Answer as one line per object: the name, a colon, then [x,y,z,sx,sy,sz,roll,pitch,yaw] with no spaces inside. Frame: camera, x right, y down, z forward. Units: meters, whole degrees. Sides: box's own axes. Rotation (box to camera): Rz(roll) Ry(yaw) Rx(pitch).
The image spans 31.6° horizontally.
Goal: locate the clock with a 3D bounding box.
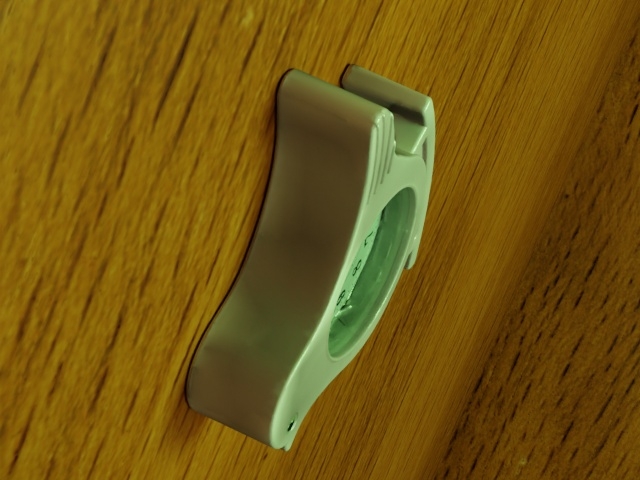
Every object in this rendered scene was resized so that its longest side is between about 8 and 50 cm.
clock: [0.000,0.000,0.868,0.275,0.080,0.290,-54,159,-34]
